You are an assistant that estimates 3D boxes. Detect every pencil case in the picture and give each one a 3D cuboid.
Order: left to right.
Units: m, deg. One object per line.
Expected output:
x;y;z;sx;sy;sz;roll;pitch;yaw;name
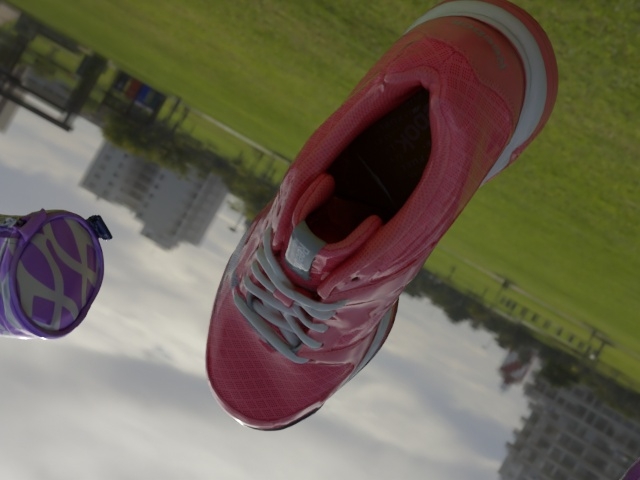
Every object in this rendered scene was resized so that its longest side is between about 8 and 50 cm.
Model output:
-0.241;0.014;0.666;0.206;0.086;0.088;2;141;28;pencil case

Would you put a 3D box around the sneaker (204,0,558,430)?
0.000;-0.001;0.570;0.116;0.314;0.136;39;-151;11;sneaker

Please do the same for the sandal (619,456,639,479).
0.293;0.223;0.819;0.169;0.416;0.102;25;-164;-24;sandal
